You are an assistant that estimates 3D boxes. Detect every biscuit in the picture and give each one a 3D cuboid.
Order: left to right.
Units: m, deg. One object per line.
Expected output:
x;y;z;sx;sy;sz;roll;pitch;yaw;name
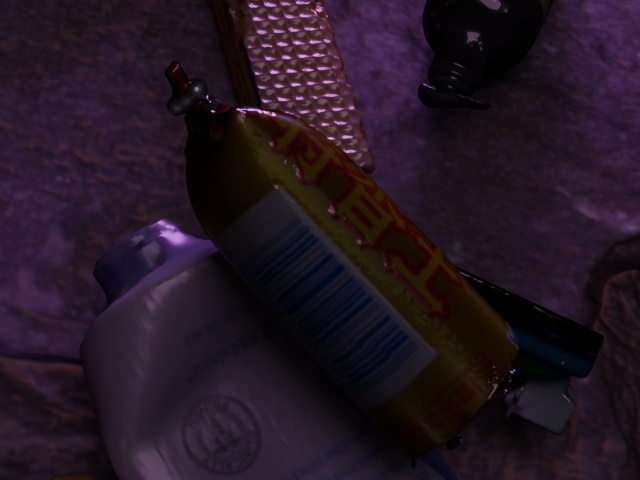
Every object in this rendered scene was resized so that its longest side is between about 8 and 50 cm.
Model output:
-0.044;-0.200;1.506;0.094;0.054;0.379;-7;60;-18;biscuit

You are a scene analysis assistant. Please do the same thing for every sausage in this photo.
0.000;-0.001;1.221;0.117;0.125;0.317;-41;95;5;sausage

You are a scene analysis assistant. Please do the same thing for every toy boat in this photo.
0.064;0.048;1.349;0.298;0.134;0.092;25;95;10;toy boat

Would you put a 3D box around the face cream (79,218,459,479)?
-0.023;0.168;1.257;0.234;0.137;0.420;-29;78;-33;face cream

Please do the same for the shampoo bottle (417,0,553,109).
0.152;-0.217;1.534;0.101;0.101;0.284;25;56;3;shampoo bottle

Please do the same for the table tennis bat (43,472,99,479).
-0.137;0.305;1.173;0.198;0.050;0.321;-8;64;-19;table tennis bat
